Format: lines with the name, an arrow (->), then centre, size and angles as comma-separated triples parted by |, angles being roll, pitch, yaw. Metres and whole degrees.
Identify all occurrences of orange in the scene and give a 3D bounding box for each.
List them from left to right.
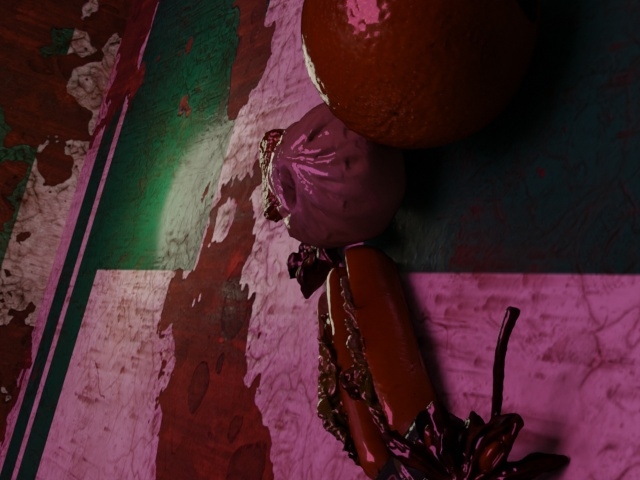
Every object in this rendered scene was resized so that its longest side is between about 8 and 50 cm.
orange -> 0.109, -0.238, 1.288 | 0.274, 0.274, 0.274 | -46, 34, 44

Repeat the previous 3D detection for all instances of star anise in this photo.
star anise -> 0.000, 0.000, 1.608 | 0.168, 0.057, 0.168 | -26, 59, 56
star anise -> 0.153, 0.200, 1.056 | 0.234, 0.177, 0.073 | -47, -8, 12

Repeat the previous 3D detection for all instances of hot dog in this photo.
hot dog -> -0.057, -0.098, 1.788 | 0.099, 0.065, 0.147 | -40, 50, 50
hot dog -> 0.052, 0.135, 1.335 | 0.135, 0.100, 0.337 | -56, 27, 29

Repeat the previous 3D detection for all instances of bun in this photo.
bun -> 0.003, -0.078, 1.431 | 0.193, 0.128, 0.178 | -10, 92, 47

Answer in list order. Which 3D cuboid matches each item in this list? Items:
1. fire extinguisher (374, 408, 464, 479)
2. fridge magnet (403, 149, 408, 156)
fire extinguisher -> 0.065, 0.311, 1.192 | 0.294, 0.118, 0.093 | -60, -9, 23
fridge magnet -> 0.061, -0.156, 1.544 | 0.208, 0.088, 0.208 | -46, 35, 46
